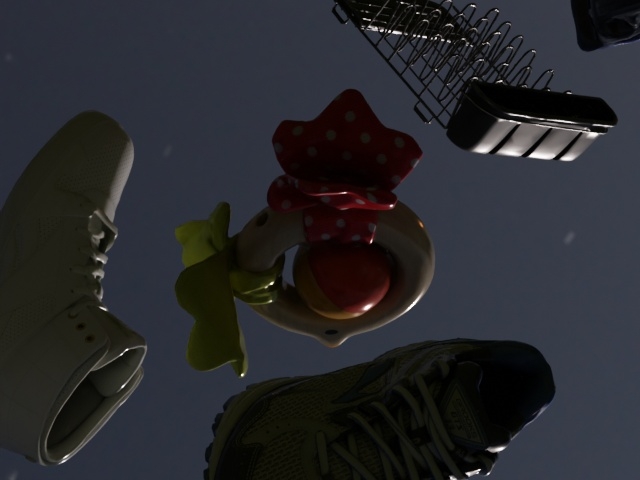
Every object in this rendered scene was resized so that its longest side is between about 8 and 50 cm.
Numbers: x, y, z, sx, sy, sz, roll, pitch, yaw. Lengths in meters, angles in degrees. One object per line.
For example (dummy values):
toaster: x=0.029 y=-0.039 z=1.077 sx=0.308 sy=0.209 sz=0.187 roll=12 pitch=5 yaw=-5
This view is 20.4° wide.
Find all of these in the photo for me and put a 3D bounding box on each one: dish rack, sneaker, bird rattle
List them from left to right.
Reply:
sneaker: x=-0.188 y=0.042 z=1.416 sx=0.169 sy=0.292 sz=0.108 roll=18 pitch=162 yaw=29
bird rattle: x=0.000 y=0.000 z=1.432 sx=0.207 sy=0.253 sz=0.143 roll=30 pitch=-150 yaw=-36
sneaker: x=0.021 y=0.054 z=0.515 sx=0.135 sy=0.058 sz=0.052 roll=-24 pitch=-85 yaw=-49
dish rack: x=0.141 y=-0.181 z=1.745 sx=0.208 sy=0.074 sz=0.271 roll=3 pitch=-140 yaw=-47

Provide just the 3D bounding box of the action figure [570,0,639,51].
action figure: x=0.272 y=-0.056 z=0.703 sx=0.330 sy=0.341 sz=0.178 roll=-34 pitch=-67 yaw=-70
